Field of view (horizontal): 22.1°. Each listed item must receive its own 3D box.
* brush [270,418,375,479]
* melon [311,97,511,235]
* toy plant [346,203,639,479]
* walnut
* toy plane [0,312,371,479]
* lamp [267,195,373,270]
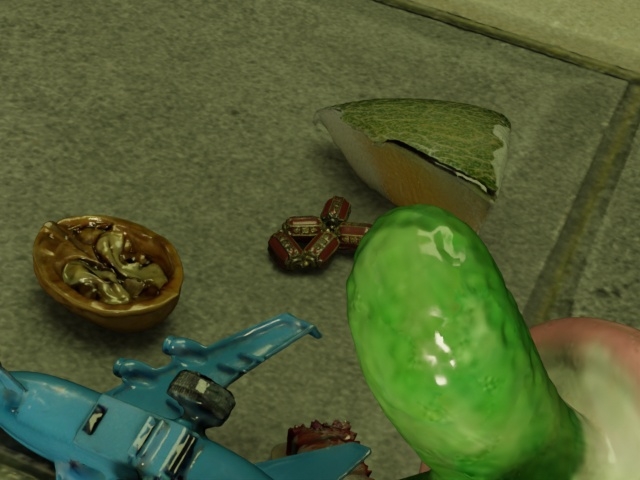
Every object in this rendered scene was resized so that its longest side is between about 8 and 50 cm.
[{"bbox_3d":[0.037,0.234,0.992,0.060,0.050,0.321,-2,43,-19],"label":"brush"},{"bbox_3d":[0.094,-0.069,1.318,0.139,0.093,0.202,-30,45,-33],"label":"melon"},{"bbox_3d":[0.112,0.166,0.905,0.356,0.317,0.211,15,15,-45],"label":"toy plant"},{"bbox_3d":[-0.154,0.031,1.180,0.121,0.052,0.091,28,45,23],"label":"walnut"},{"bbox_3d":[-0.113,0.134,1.024,0.271,0.105,0.254,22,66,21],"label":"toy plane"},{"bbox_3d":[0.000,0.000,1.264,0.083,0.031,0.063,-23,49,-27],"label":"lamp"}]
